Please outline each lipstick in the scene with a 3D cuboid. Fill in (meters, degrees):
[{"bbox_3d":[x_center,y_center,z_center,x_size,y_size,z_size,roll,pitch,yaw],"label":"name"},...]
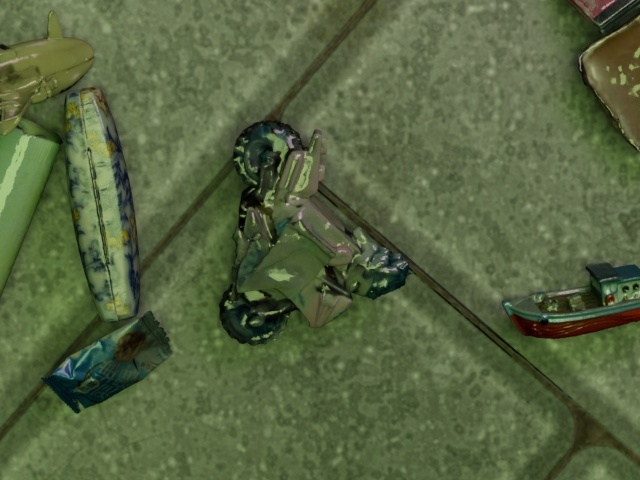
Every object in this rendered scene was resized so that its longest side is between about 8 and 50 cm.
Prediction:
[{"bbox_3d":[-0.357,0.016,1.670,0.076,0.076,0.304,22,92,-6],"label":"lipstick"}]

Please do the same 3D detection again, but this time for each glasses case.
[{"bbox_3d":[-0.230,-0.037,1.671,0.065,0.087,0.248,-9,94,1],"label":"glasses case"}]

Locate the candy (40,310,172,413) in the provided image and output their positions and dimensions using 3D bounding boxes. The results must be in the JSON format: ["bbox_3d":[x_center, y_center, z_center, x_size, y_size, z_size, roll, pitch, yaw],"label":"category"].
[{"bbox_3d":[-0.223,0.131,1.698,0.136,0.038,0.088,-32,140,-2],"label":"candy"}]

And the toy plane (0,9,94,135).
[{"bbox_3d":[-0.336,-0.165,1.619,0.244,0.229,0.092,-29,126,-31],"label":"toy plane"}]

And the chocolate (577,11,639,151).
[{"bbox_3d":[0.410,-0.209,1.711,0.261,0.083,0.161,-33,100,5],"label":"chocolate"}]

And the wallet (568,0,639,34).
[{"bbox_3d":[0.356,-0.327,1.695,0.232,0.025,0.119,-37,56,-1],"label":"wallet"}]

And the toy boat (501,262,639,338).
[{"bbox_3d":[0.283,0.065,1.730,0.172,0.069,0.059,-11,110,-4],"label":"toy boat"}]

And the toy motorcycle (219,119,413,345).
[{"bbox_3d":[0.000,-0.002,1.687,0.204,0.108,0.239,5,119,-1],"label":"toy motorcycle"}]
